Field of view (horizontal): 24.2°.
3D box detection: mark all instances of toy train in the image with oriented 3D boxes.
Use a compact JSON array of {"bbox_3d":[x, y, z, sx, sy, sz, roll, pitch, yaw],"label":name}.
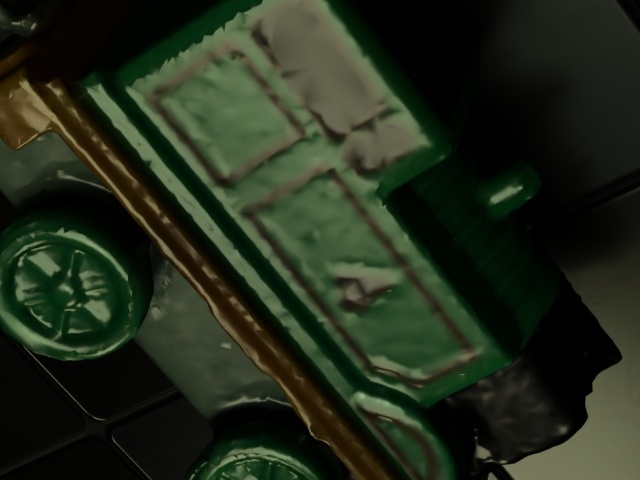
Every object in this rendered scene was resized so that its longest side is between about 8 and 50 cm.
[{"bbox_3d":[0.000,0.000,0.765,0.249,0.178,0.429,-31,109,26],"label":"toy train"}]
